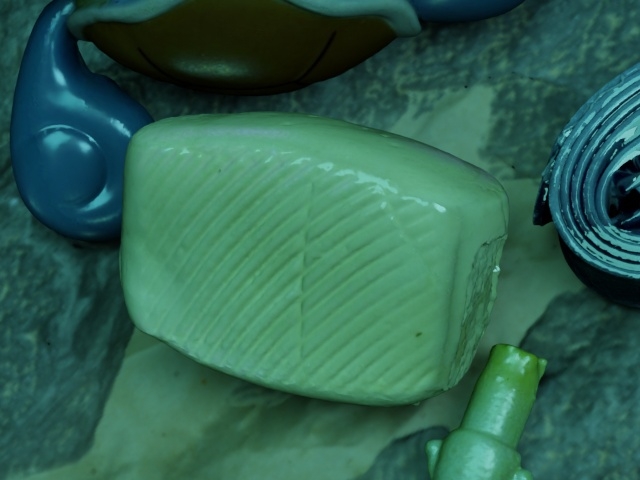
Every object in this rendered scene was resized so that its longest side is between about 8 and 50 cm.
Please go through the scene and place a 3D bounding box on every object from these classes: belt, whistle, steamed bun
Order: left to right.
[{"bbox_3d":[0.000,0.000,0.967,0.238,0.152,0.170,14,111,22],"label":"steamed bun"},{"bbox_3d":[0.085,0.153,0.926,0.104,0.057,0.198,18,75,22],"label":"whistle"},{"bbox_3d":[0.225,-0.038,0.950,0.190,0.082,0.141,-31,65,2],"label":"belt"}]

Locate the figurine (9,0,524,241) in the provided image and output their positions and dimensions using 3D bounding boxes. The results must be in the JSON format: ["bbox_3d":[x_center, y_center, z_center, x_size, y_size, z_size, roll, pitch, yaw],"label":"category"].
[{"bbox_3d":[-0.057,-0.184,1.026,0.416,0.298,0.243,-30,97,6],"label":"figurine"}]
